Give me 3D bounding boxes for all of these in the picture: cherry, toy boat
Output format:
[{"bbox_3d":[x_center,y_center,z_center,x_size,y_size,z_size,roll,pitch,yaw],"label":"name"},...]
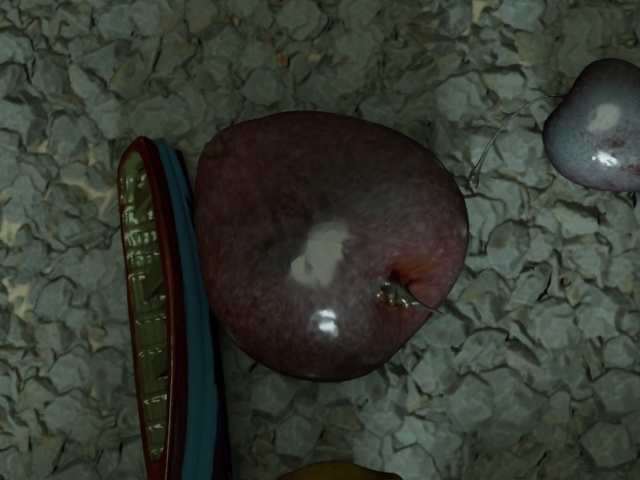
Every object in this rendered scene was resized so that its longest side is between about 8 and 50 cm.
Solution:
[{"bbox_3d":[0.000,0.000,1.831,0.307,0.221,0.261,37,82,25],"label":"cherry"},{"bbox_3d":[0.267,-0.082,1.856,0.148,0.115,0.188,31,99,-27],"label":"cherry"},{"bbox_3d":[-0.148,0.087,1.880,0.079,0.136,0.392,-1,67,-23],"label":"toy boat"}]

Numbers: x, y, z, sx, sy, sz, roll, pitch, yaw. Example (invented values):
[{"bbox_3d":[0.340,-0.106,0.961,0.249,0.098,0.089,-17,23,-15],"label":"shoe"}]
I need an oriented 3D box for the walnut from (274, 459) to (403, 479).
[{"bbox_3d":[-0.033,0.341,1.679,0.209,0.209,0.336,41,87,12],"label":"walnut"}]
